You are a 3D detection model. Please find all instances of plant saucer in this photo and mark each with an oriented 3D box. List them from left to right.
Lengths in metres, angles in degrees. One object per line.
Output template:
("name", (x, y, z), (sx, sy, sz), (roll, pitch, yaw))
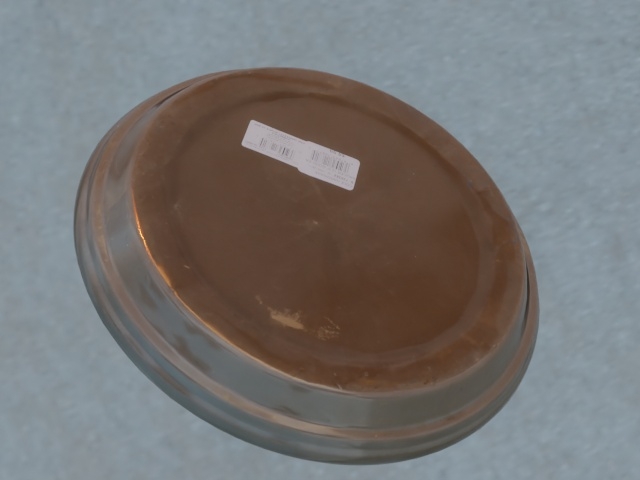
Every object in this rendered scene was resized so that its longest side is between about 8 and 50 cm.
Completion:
("plant saucer", (0.000, 0.000, 1.059), (0.278, 0.278, 0.041), (49, 141, 20))
